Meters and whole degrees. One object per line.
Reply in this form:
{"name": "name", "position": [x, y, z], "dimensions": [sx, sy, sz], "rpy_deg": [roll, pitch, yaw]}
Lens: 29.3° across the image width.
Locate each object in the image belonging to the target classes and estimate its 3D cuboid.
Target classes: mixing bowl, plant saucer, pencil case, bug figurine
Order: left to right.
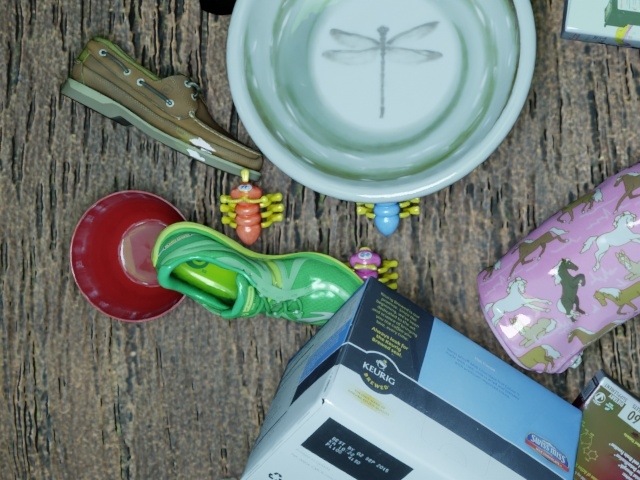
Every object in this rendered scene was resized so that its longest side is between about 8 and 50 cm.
{"name": "mixing bowl", "position": [-0.251, 0.020, 1.718], "dimensions": [0.181, 0.098, 0.182], "rpy_deg": [0, 92, 7]}
{"name": "bug figurine", "position": [0.000, 0.000, 1.669], "dimensions": [0.278, 0.072, 0.216], "rpy_deg": [-4, 112, 7]}
{"name": "plant saucer", "position": [0.081, -0.241, 1.602], "dimensions": [0.400, 0.100, 0.401], "rpy_deg": [-1, 83, 10]}
{"name": "pencil case", "position": [0.390, 0.014, 1.561], "dimensions": [0.386, 0.160, 0.167], "rpy_deg": [-38, 129, 23]}

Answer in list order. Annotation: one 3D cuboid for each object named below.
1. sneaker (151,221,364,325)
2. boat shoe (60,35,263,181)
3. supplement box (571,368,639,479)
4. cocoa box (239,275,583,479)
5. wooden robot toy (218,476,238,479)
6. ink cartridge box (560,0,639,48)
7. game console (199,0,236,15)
{"name": "sneaker", "position": [-0.081, 0.068, 1.603], "dimensions": [0.295, 0.123, 0.109], "rpy_deg": [14, 122, -5]}
{"name": "boat shoe", "position": [-0.206, -0.185, 1.697], "dimensions": [0.307, 0.111, 0.104], "rpy_deg": [26, 89, 0]}
{"name": "supplement box", "position": [0.360, 0.310, 1.664], "dimensions": [0.130, 0.073, 0.239], "rpy_deg": [37, 97, 4]}
{"name": "cocoa box", "position": [0.119, 0.260, 1.543], "dimensions": [0.347, 0.228, 0.231], "rpy_deg": [33, 132, -9]}
{"name": "wooden robot toy", "position": [-0.110, 0.421, 1.747], "dimensions": [0.079, 0.076, 0.173], "rpy_deg": [-6, 92, -28]}
{"name": "ink cartridge box", "position": [0.407, -0.292, 1.603], "dimensions": [0.175, 0.127, 0.072], "rpy_deg": [9, 96, 8]}
{"name": "game console", "position": [-0.087, -0.497, 1.667], "dimensions": [0.213, 0.044, 0.361], "rpy_deg": [-5, 102, 14]}
